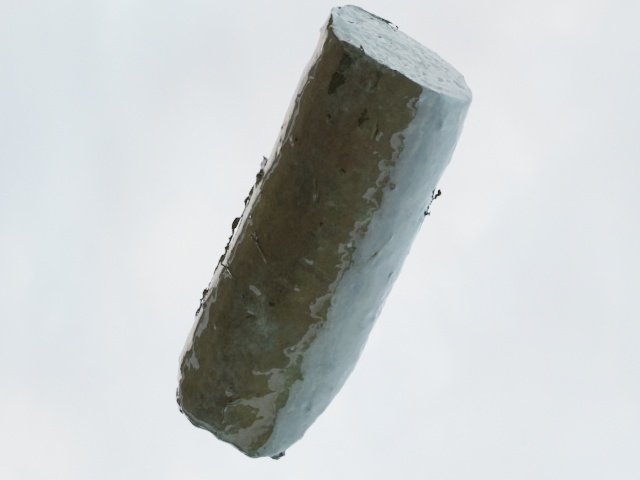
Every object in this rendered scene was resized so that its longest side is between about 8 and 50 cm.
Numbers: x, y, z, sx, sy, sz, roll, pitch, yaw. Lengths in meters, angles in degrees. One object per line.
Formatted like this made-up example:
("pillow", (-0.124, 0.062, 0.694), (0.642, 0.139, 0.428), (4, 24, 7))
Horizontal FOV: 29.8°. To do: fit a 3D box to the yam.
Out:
("yam", (0.000, 0.000, 0.712), (0.106, 0.106, 0.259), (41, -64, 38))
